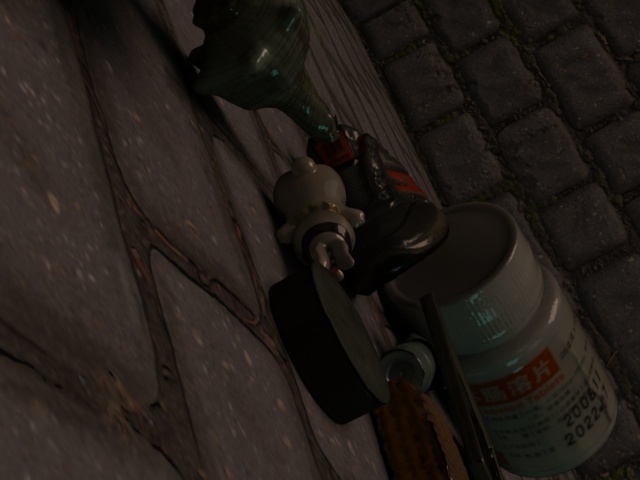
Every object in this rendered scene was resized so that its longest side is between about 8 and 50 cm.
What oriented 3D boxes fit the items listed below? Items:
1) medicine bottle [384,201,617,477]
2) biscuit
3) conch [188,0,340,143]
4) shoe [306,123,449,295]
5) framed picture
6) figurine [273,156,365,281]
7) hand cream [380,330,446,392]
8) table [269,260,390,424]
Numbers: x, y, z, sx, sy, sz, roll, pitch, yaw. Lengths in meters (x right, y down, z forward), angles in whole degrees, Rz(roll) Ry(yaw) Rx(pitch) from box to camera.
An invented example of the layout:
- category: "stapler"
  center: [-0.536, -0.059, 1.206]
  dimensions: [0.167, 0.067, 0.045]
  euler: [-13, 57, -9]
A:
- category: "medicine bottle"
  center: [0.250, 0.141, 1.562]
  dimensions: [0.371, 0.211, 0.211]
  euler: [55, 12, -34]
- category: "biscuit"
  center: [0.117, 0.269, 0.967]
  dimensions: [0.094, 0.054, 0.379]
  euler: [55, 11, -37]
- category: "conch"
  center: [-0.073, -0.174, 1.062]
  dimensions: [0.114, 0.137, 0.234]
  euler: [-61, 150, -49]
- category: "shoe"
  center: [0.051, -0.061, 1.373]
  dimensions: [0.171, 0.132, 0.336]
  euler: [54, 9, -14]
- category: "framed picture"
  center: [0.184, 0.243, 1.307]
  dimensions: [0.241, 0.020, 0.324]
  euler: [-102, 170, -47]
- category: "figurine"
  center: [0.010, -0.003, 1.095]
  dimensions: [0.098, 0.081, 0.146]
  euler: [51, 14, -48]
- category: "hand cream"
  center: [0.113, 0.140, 1.296]
  dimensions: [0.085, 0.058, 0.331]
  euler: [55, 9, 9]
- category: "table"
  center: [0.009, 0.086, 0.958]
  dimensions: [0.133, 0.043, 0.133]
  euler: [59, 10, -17]
